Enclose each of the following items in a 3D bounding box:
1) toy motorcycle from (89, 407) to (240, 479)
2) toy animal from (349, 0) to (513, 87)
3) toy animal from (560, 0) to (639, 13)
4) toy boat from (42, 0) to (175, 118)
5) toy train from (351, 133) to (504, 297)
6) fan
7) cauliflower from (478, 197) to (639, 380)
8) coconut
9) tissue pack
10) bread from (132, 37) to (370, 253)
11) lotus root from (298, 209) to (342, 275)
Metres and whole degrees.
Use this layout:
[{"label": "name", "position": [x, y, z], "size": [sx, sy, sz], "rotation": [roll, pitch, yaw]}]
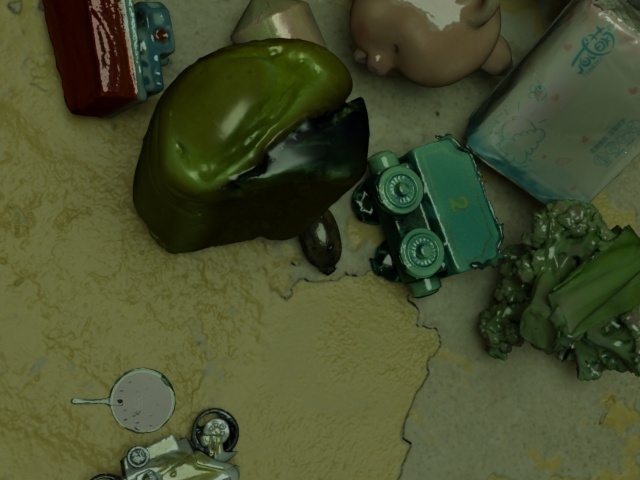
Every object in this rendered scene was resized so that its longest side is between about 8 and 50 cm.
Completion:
[{"label": "toy motorcycle", "position": [-0.184, 0.316, 1.455], "size": [0.229, 0.074, 0.151], "rotation": [-29, 86, -23]}, {"label": "toy animal", "position": [0.154, -0.356, 1.543], "size": [0.269, 0.237, 0.326], "rotation": [34, 79, 21]}, {"label": "toy animal", "position": [0.371, -0.449, 1.529], "size": [0.368, 0.196, 0.241], "rotation": [34, 59, -48]}, {"label": "toy boat", "position": [-0.272, -0.328, 1.473], "size": [0.133, 0.145, 0.331], "rotation": [-11, 88, -37]}, {"label": "toy train", "position": [0.143, -0.033, 1.550], "size": [0.163, 0.112, 0.203], "rotation": [-19, 89, -20]}, {"label": "fan", "position": [-0.253, 0.206, 1.484], "size": [0.133, 0.005, 0.085], "rotation": [1, 85, -14]}, {"label": "cauliflower", "position": [0.316, 0.080, 1.490], "size": [0.239, 0.315, 0.256], "rotation": [15, 114, 22]}, {"label": "coconut", "position": [-0.058, -0.268, 1.523], "size": [0.116, 0.116, 0.122], "rotation": [-25, 95, -14]}, {"label": "tissue pack", "position": [0.348, -0.182, 1.532], "size": [0.201, 0.271, 0.124], "rotation": [32, 33, -12]}, {"label": "bread", "position": [-0.092, -0.110, 1.365], "size": [0.251, 0.376, 0.208], "rotation": [-11, 85, -15]}, {"label": "lotus root", "position": [0.000, 0.000, 1.542], "size": [0.054, 0.049, 0.099], "rotation": [-17, 94, -16]}]
